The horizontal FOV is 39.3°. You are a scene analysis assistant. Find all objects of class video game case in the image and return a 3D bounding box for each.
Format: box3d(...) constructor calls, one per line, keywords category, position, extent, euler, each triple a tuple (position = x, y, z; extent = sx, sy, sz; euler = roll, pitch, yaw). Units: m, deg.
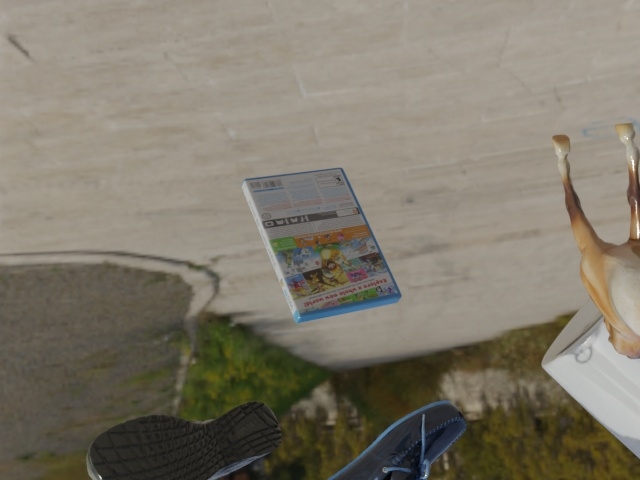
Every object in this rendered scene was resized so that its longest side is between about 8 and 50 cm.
box3d(category="video game case", position=(0.000, 0.000, 0.920), extent=(0.119, 0.166, 0.015), euler=(-9, 151, -28))

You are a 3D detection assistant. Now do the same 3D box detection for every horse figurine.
box3d(category="horse figurine", position=(0.217, 0.012, 0.563), extent=(0.066, 0.175, 0.263), euler=(-13, -174, -9))

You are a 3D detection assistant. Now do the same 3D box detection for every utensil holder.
box3d(category="utensil holder", position=(0.582, 0.209, 1.354), extent=(0.327, 0.385, 0.327), euler=(-45, 171, -10))

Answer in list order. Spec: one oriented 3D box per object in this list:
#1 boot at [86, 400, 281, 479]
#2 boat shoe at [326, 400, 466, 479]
box3d(category="boot", position=(-0.171, 0.255, 0.990), extent=(0.246, 0.083, 0.161), euler=(0, 149, -46))
box3d(category="boat shoe", position=(0.096, 0.318, 1.168), extent=(0.258, 0.089, 0.109), euler=(-40, 132, -4))
